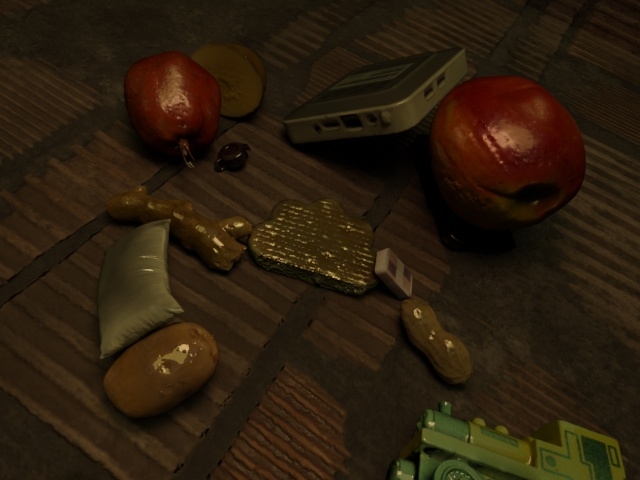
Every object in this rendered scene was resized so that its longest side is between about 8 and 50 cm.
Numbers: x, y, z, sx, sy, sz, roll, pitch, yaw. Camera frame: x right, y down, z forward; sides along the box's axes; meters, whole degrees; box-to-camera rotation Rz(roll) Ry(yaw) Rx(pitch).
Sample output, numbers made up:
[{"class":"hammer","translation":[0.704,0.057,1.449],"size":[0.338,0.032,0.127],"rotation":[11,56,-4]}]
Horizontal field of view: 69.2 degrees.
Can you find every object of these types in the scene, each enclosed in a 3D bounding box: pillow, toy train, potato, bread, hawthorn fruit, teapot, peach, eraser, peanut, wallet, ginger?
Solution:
[{"class":"pillow","translation":[-0.309,0.068,0.793],"size":[0.144,0.078,0.254],"rotation":[-23,43,-3]},{"class":"toy train","translation":[0.286,0.376,0.726],"size":[0.369,0.150,0.237],"rotation":[20,43,1]},{"class":"potato","translation":[-0.216,-0.426,1.198],"size":[0.203,0.178,0.158],"rotation":[6,32,20]},{"class":"bread","translation":[0.000,0.000,0.984],"size":[0.286,0.056,0.207],"rotation":[21,55,1]},{"class":"hawthorn fruit","translation":[-0.320,-0.276,1.023],"size":[0.211,0.211,0.299],"rotation":[-7,64,-19]},{"class":"teapot","translation":[-0.205,-0.194,1.087],"size":[0.100,0.045,0.068],"rotation":[-41,47,-17]},{"class":"peach","translation":[0.397,-0.199,1.028],"size":[0.372,0.290,0.373],"rotation":[0,48,0]},{"class":"potato","translation":[-0.244,0.202,0.728],"size":[0.178,0.109,0.118],"rotation":[-30,49,-12]},{"class":"eraser","translation":[0.152,0.069,0.954],"size":[0.105,0.026,0.065],"rotation":[44,39,-32]},{"class":"peanut","translation":[0.217,0.189,0.882],"size":[0.082,0.082,0.187],"rotation":[-26,65,-30]},{"class":"wallet","translation":[0.353,-0.128,1.181],"size":[0.197,0.051,0.377],"rotation":[2,54,-17]},{"class":"ginger","translation":[-0.286,-0.031,0.920],"size":[0.299,0.065,0.118],"rotation":[19,70,2]}]

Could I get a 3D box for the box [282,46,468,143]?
[{"class":"box","translation":[0.133,-0.363,1.150],"size":[0.367,0.090,0.373],"rotation":[3,37,41]}]
